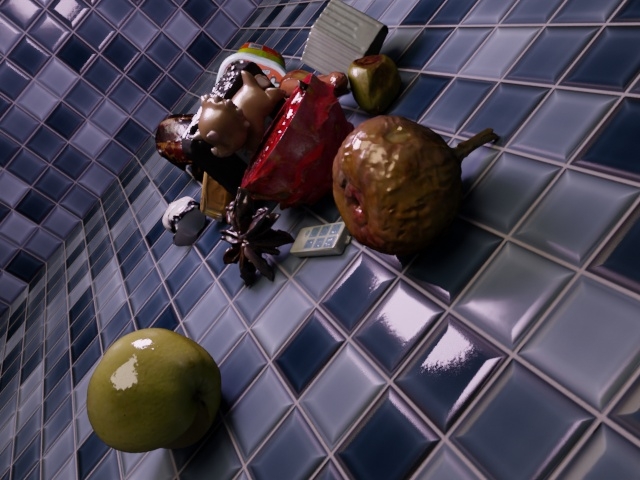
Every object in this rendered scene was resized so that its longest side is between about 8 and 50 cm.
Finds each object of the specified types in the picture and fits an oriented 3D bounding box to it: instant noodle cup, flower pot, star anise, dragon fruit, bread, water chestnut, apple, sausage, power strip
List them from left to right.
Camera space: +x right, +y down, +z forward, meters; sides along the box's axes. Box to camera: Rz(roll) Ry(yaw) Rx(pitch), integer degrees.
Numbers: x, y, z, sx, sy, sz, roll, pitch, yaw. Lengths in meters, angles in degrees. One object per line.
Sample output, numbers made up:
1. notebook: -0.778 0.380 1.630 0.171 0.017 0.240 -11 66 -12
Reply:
1. apple: -0.365 0.343 1.293 0.254 0.292 0.292 -2 52 24
2. water chestnut: -0.509 -0.378 2.323 0.300 0.300 0.300 -33 35 27
3. bread: -0.324 -0.191 1.900 0.136 0.107 0.241 -79 5 -53
4. star anise: -0.184 -0.006 1.529 0.212 0.129 0.283 9 107 32
5. instant noodle cup: -0.246 -0.605 2.187 0.294 0.294 0.308 -37 26 22
6. dragon fruit: -0.043 -0.249 1.563 0.371 0.249 0.386 -39 25 49
7. sausage: -0.012 -0.455 1.716 0.326 0.087 0.079 15 92 55
8. power strip: 0.000 0.000 1.430 0.192 0.035 0.081 -6 52 49
9. flower pot: 0.074 -0.591 1.753 0.239 0.189 0.209 -59 -4 -14

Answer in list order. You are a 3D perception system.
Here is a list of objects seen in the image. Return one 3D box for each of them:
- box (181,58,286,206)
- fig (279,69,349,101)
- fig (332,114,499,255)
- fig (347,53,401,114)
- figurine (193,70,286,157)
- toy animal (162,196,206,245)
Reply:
1. box: -0.220 -0.321 1.759 0.091 0.350 0.359 19 73 43
2. fig: -0.029 -0.475 1.907 0.230 0.160 0.143 30 75 28
3. fig: 0.218 -0.134 1.162 0.368 0.286 0.286 -22 28 -12
4. fig: 0.154 -0.436 1.626 0.144 0.154 0.166 -2 85 34
5. figurine: -0.234 -0.347 1.540 0.247 0.173 0.177 -56 40 10
6. toy animal: -0.496 -0.076 2.056 0.166 0.138 0.179 -40 33 -15
